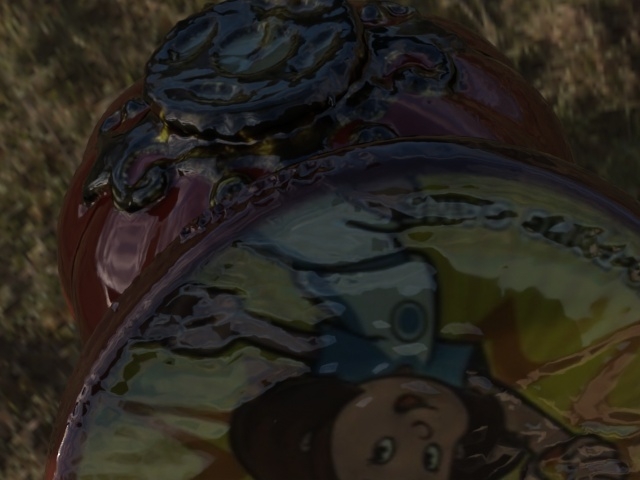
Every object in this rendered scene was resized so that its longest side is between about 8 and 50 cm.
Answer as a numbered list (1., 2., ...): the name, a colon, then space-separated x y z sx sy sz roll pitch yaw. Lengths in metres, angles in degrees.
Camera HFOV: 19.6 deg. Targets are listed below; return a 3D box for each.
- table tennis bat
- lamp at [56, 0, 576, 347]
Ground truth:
1. table tennis bat: 0.031 0.152 0.700 0.268 0.415 0.051 -1 26 -7
2. lamp: 0.000 0.000 0.794 0.226 0.227 0.227 -5 63 10
